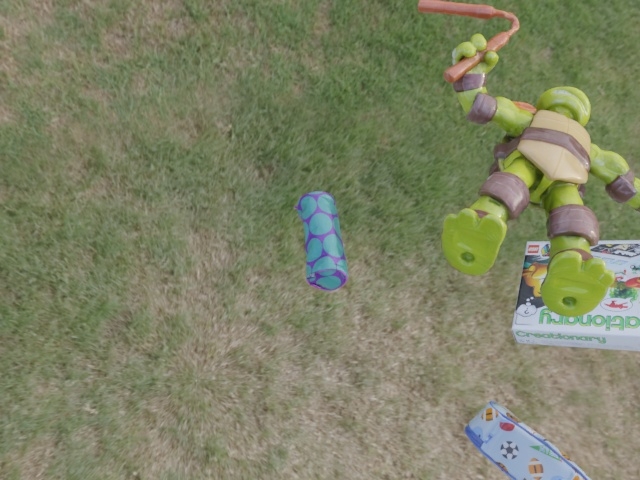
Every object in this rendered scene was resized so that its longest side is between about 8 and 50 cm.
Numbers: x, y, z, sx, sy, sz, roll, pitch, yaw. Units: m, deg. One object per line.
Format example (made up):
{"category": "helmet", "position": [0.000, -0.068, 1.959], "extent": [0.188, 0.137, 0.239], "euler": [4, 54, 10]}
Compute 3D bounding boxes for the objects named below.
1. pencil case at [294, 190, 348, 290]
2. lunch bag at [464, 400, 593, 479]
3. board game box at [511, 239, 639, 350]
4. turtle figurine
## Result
{"category": "pencil case", "position": [0.000, 0.000, 1.003], "extent": [0.070, 0.064, 0.151], "euler": [-23, 57, 26]}
{"category": "lunch bag", "position": [0.466, 0.484, 1.393], "extent": [0.303, 0.243, 0.115], "euler": [40, 90, 27]}
{"category": "board game box", "position": [0.489, 0.088, 1.064], "extent": [0.305, 0.053, 0.193], "euler": [-1, 51, 31]}
{"category": "turtle figurine", "position": [0.156, -0.060, 0.476], "extent": [0.270, 0.087, 0.217], "euler": [33, 52, -3]}
